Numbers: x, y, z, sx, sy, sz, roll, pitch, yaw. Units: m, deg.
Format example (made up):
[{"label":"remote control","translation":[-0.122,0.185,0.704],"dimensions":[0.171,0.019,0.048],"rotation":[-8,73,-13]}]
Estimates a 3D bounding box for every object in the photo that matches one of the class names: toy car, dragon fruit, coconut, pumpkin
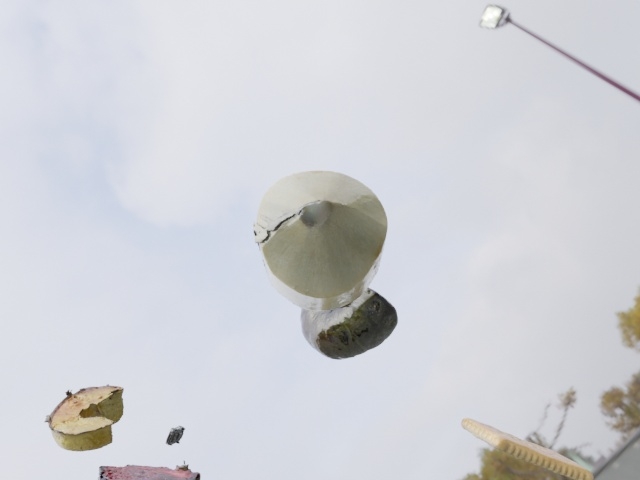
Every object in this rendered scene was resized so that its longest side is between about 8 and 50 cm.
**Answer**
[{"label":"toy car","translation":[-0.346,0.459,1.789],"dimensions":[0.093,0.025,0.041],"rotation":[49,-119,-76]},{"label":"dragon fruit","translation":[-0.323,0.451,1.429],"dimensions":[0.192,0.092,0.122],"rotation":[-5,-40,-6]},{"label":"coconut","translation":[0.000,0.000,1.678],"dimensions":[0.323,0.323,0.323],"rotation":[-33,-32,-24]},{"label":"pumpkin","translation":[0.055,0.239,2.324],"dimensions":[0.232,0.325,0.242],"rotation":[-49,-53,-26]}]

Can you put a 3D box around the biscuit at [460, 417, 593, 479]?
[{"label":"biscuit","translation":[0.418,0.425,1.541],"dimensions":[0.249,0.160,0.030],"rotation":[24,-94,-17]}]

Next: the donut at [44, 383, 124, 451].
[{"label":"donut","translation":[-0.481,0.368,1.553],"dimensions":[0.146,0.181,0.078],"rotation":[-6,-69,-4]}]
